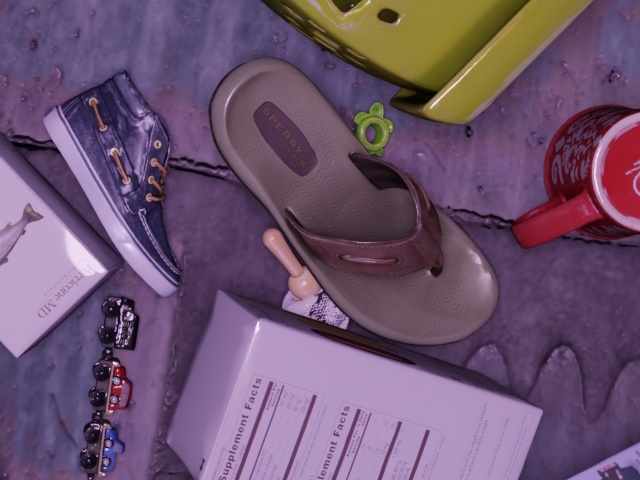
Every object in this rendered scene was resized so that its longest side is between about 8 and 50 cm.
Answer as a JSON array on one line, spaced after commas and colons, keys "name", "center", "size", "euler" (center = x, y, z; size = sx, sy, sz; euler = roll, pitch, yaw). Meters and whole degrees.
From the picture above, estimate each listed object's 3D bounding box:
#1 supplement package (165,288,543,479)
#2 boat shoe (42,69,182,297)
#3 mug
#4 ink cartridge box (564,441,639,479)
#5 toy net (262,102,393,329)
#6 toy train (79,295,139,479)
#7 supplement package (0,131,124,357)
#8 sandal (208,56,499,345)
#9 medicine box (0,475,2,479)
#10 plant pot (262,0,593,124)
[{"name": "supplement package", "center": [0.023, 0.145, 1.181], "size": [0.244, 0.139, 0.134], "euler": [19, 92, -20]}, {"name": "boat shoe", "center": [-0.148, -0.048, 1.242], "size": [0.083, 0.065, 0.183], "euler": [-32, 91, 3]}, {"name": "mug", "center": [0.236, -0.038, 1.191], "size": [0.113, 0.169, 0.150], "euler": [30, 92, -2]}, {"name": "ink cartridge box", "center": [0.181, 0.259, 1.160], "size": [0.311, 0.186, 0.065], "euler": [-25, 51, -19]}, {"name": "toy net", "center": [0.000, 0.000, 1.260], "size": [0.122, 0.045, 0.232], "euler": [-1, 96, -26]}, {"name": "toy train", "center": [-0.176, 0.125, 1.270], "size": [0.036, 0.027, 0.158], "euler": [8, 92, -11]}, {"name": "supplement package", "center": [-0.261, -0.008, 1.223], "size": [0.105, 0.105, 0.179], "euler": [-44, 92, 1]}, {"name": "sandal", "center": [0.030, -0.019, 1.197], "size": [0.303, 0.086, 0.120], "euler": [43, 77, -23]}, {"name": "medicine box", "center": [-0.383, 0.332, 1.194], "size": [0.289, 0.149, 0.263], "euler": [-10, 103, 1]}, {"name": "plant pot", "center": [0.085, -0.216, 1.162], "size": [0.207, 0.228, 0.227], "euler": [44, 92, -9]}]
